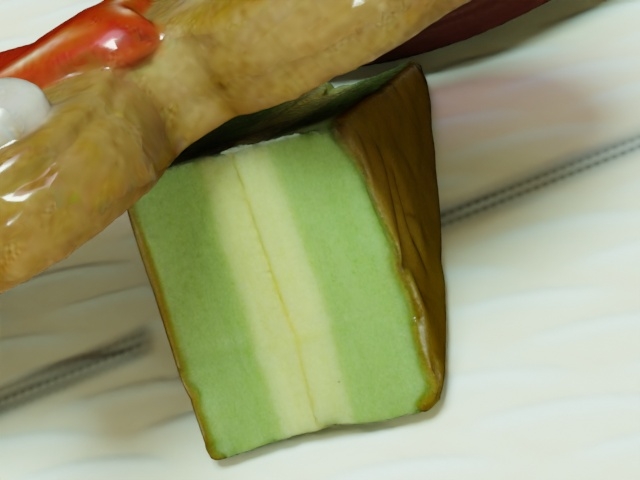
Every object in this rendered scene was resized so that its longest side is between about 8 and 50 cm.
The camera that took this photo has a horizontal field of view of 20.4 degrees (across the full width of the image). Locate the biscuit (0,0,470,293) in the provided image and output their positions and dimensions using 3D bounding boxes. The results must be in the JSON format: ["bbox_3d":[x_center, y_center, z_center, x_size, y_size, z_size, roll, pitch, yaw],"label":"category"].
[{"bbox_3d":[-0.078,-0.038,0.509,0.324,0.049,0.205,-22,17,25],"label":"biscuit"}]

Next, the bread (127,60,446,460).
[{"bbox_3d":[0.001,-0.001,0.540,0.074,0.084,0.139,-15,10,13],"label":"bread"}]

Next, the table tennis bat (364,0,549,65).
[{"bbox_3d":[0.081,-0.222,0.629,0.414,0.051,0.268,-38,53,6],"label":"table tennis bat"}]
